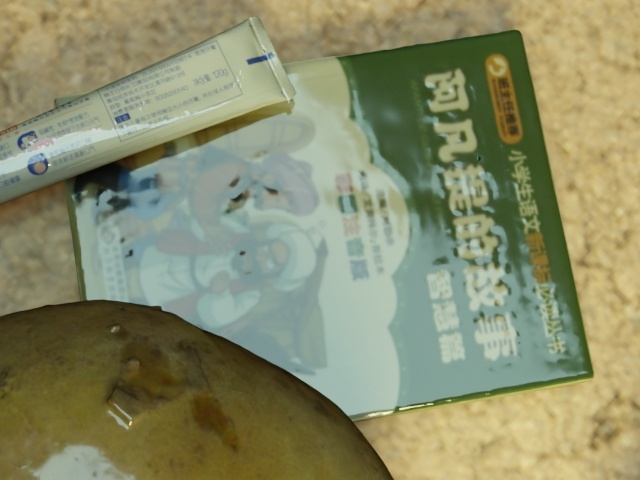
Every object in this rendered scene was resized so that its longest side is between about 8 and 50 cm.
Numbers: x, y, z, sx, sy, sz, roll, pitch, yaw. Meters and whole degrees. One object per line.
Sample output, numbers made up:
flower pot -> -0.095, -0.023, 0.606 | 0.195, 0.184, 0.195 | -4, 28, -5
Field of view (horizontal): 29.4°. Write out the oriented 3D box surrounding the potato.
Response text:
potato -> -0.060, 0.125, 0.555 | 0.262, 0.165, 0.165 | 42, 78, -17

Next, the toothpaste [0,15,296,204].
toothpaste -> -0.120, -0.056, 0.639 | 0.218, 0.033, 0.052 | -24, 82, -10

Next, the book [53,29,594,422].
book -> 0.000, 0.000, 0.663 | 0.264, 0.027, 0.202 | -9, 79, -5
